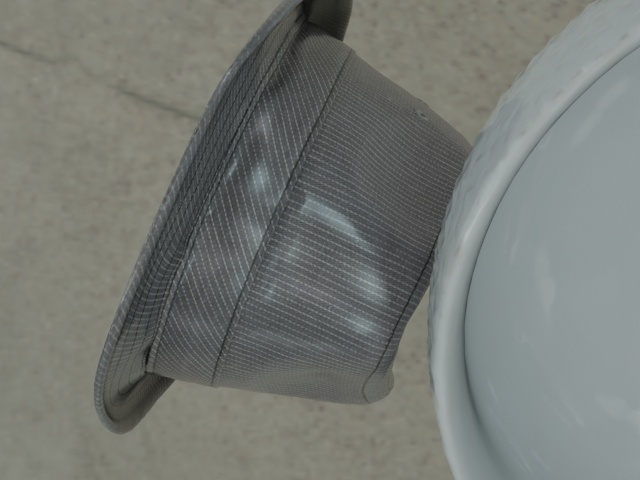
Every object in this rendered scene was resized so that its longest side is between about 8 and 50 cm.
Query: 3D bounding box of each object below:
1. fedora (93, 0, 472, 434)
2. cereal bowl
[{"bbox_3d":[0.000,0.000,0.803,0.124,0.275,0.244,24,97,2],"label":"fedora"},{"bbox_3d":[0.208,0.018,0.696,0.339,0.339,0.141,-57,15,21],"label":"cereal bowl"}]
